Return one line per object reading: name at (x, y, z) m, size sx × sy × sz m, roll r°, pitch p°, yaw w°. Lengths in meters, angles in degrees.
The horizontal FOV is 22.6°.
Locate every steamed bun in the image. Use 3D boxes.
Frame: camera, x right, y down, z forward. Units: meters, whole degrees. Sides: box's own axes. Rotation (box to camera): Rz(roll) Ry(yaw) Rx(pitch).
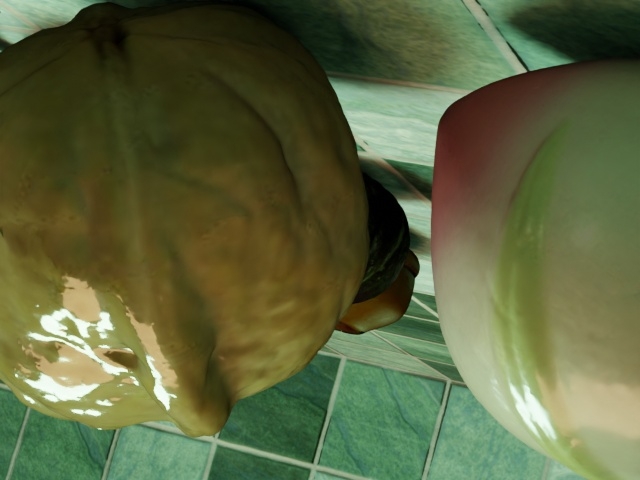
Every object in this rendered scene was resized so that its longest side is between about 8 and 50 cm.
steamed bun at (0.196, 0.000, 1.121) m, size 0.309 × 0.309 × 0.309 m, roll 15°, pitch 170°, yaw 3°

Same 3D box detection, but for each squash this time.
squash at (0.003, -0.004, 1.727) m, size 0.193 × 0.156 × 0.193 m, roll 2°, pitch 148°, yaw 2°

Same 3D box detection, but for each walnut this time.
walnut at (-0.138, -0.019, 1.291) m, size 0.381 × 0.381 × 0.381 m, roll 15°, pitch 170°, yaw 3°

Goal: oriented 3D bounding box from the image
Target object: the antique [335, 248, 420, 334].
antique at (-0.005, 0.030, 1.988) m, size 0.278 × 0.129 × 0.223 m, roll 25°, pitch 169°, yaw -35°
